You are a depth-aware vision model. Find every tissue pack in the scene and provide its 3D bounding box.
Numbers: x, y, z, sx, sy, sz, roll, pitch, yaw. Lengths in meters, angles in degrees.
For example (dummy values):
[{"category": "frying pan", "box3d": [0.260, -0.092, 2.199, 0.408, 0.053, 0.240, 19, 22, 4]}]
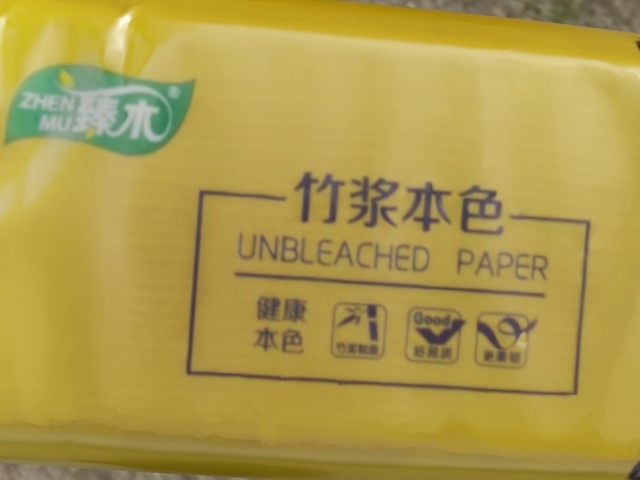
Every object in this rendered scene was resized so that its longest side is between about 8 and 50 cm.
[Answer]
[{"category": "tissue pack", "box3d": [0.000, 0.000, 0.974, 0.382, 0.293, 0.228, 3, 91, -12]}]
